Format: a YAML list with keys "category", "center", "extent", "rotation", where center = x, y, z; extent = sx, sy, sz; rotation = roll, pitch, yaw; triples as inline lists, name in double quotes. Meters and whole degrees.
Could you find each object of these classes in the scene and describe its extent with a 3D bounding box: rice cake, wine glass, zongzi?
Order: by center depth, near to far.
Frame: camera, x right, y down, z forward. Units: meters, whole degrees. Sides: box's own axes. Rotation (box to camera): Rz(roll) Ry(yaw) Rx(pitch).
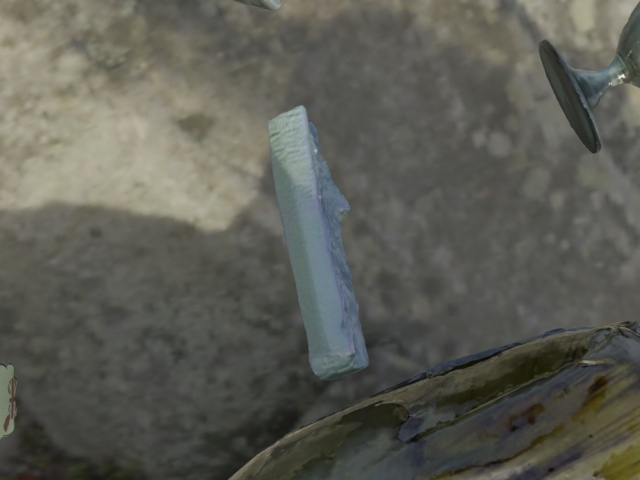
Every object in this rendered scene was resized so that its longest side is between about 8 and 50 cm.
- category: "zongzi"
  center: [0.043, 0.165, 1.061]
  extent: [0.160, 0.323, 0.360]
  rotation: [64, 24, 8]
- category: "rice cake"
  center: [0.000, 0.000, 1.180]
  extent: [0.030, 0.042, 0.180]
  rotation: [31, 43, -61]
- category: "wine glass"
  center: [0.260, -0.144, 1.284]
  extent: [0.202, 0.093, 0.093]
  rotation: [-26, 99, -2]

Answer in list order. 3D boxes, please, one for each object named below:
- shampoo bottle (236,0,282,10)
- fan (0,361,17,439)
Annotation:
- category: "shampoo bottle"
  center: [-0.030, -0.313, 1.253]
  extent: [0.153, 0.071, 0.284]
  rotation: [25, 87, -58]
- category: "fan"
  center: [-0.224, 0.111, 1.255]
  extent: [0.083, 0.004, 0.056]
  rotation: [-7, 99, -75]
